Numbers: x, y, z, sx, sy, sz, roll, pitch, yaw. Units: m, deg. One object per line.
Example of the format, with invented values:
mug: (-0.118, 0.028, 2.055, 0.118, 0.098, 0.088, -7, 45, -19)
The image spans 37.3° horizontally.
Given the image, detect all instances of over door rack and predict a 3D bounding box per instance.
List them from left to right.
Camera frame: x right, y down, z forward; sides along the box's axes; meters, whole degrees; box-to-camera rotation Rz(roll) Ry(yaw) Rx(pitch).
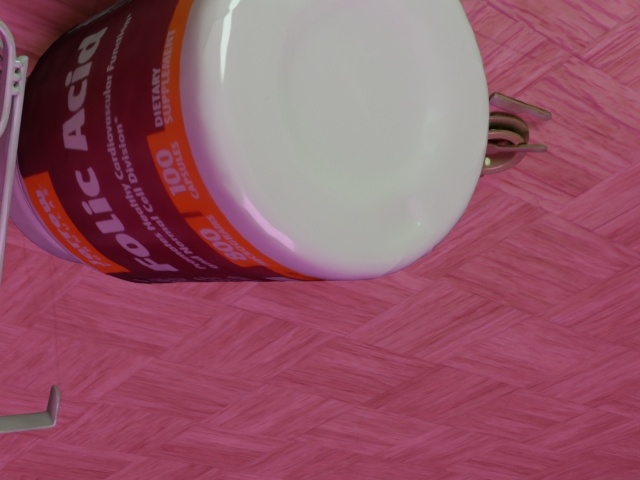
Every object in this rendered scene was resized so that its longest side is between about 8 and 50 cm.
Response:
over door rack: (-0.289, -0.036, 0.716, 0.108, 0.239, 0.324, -12, 122, -27)

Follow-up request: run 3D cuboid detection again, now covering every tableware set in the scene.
tableware set: (0.133, -0.105, 0.972, 0.194, 0.039, 0.128, 14, 145, -27)

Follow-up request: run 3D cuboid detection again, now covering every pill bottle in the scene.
pill bottle: (-0.090, -0.079, 0.707, 0.224, 0.224, 0.392, 20, 165, -35)
